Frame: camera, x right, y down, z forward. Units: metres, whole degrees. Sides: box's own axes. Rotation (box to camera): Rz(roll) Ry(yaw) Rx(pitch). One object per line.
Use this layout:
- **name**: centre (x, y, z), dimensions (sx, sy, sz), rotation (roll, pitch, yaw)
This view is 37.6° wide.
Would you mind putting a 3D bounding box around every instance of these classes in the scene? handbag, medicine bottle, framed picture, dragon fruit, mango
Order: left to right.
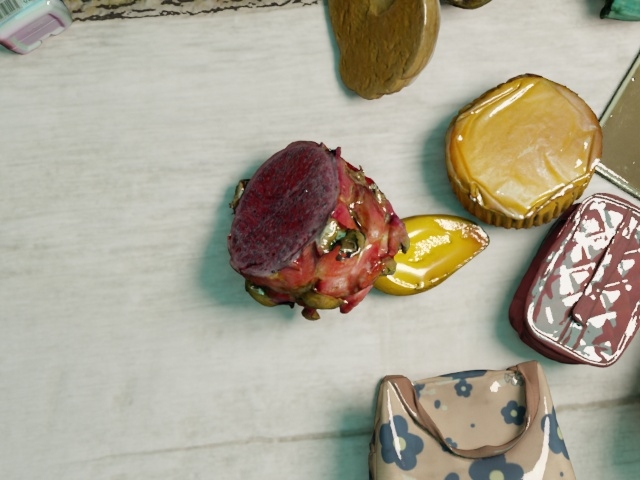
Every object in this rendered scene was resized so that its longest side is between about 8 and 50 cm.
- **medicine bottle**: centre (-0.405, -0.339, 1.181), dimensions (0.094, 0.119, 0.188), rotation (-32, 91, -1)
- **dragon fruit**: centre (0.000, 0.000, 1.157), dimensions (0.147, 0.282, 0.211), rotation (34, 87, -38)
- **mango**: centre (0.131, 0.016, 1.235), dimensions (0.187, 0.066, 0.101), rotation (-19, 81, -10)
- **handbag**: centre (0.180, 0.254, 1.175), dimensions (0.251, 0.190, 0.193), rotation (-5, 78, 0)
- **handbag**: centre (0.347, 0.053, 1.214), dimensions (0.146, 0.135, 0.225), rotation (31, 87, 2)
- **framed picture**: centre (0.462, -0.157, 1.288), dimensions (0.150, 0.015, 0.203), rotation (31, 86, -3)

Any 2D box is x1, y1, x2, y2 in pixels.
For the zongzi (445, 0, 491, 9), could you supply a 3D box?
- **zongzi**: centre (0.182, -0.516, 1.166), dimensions (0.356, 0.174, 0.393), rotation (-44, 104, 12)

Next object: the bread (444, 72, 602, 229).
- **bread**: centre (0.259, -0.110, 1.216), dimensions (0.199, 0.104, 0.199), rotation (-3, 73, 10)

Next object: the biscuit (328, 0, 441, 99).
- **biscuit**: centre (0.083, -0.291, 1.202), dimensions (0.049, 0.181, 0.208), rotation (-7, 82, -39)

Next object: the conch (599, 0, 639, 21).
- **conch**: centre (0.451, -0.394, 1.219), dimensions (0.134, 0.196, 0.202), rotation (11, 131, 14)
